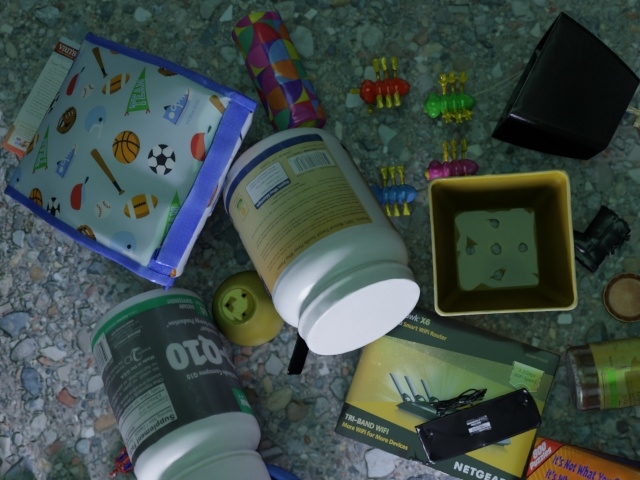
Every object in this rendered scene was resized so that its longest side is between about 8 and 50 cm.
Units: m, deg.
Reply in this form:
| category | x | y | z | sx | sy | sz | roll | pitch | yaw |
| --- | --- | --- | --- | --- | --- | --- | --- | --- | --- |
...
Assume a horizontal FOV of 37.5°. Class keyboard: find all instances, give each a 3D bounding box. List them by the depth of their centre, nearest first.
| category | x | y | z | sx | sy | sz | roll | pitch | yaw |
| --- | --- | --- | --- | --- | --- | --- | --- | --- | --- |
| keyboard | 0.245 | 0.277 | 1.491 | 0.192 | 0.038 | 0.100 | -20 | 103 | 4 |

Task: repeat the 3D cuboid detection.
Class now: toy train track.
| category | x | y | z | sx | sy | sz | roll | pitch | yaw |
| --- | --- | --- | --- | --- | --- | --- | --- | --- | --- |
| toy train track | 0.531 | -0.223 | 1.604 | 0.083 | 0.014 | 0.048 | 25 | 86 | 11 |

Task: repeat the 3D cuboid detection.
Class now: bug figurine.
| category | x | y | z | sx | sy | sz | roll | pitch | yaw |
| --- | --- | --- | --- | --- | --- | --- | --- | --- | --- |
| bug figurine | 0.162 | -0.174 | 1.621 | 0.216 | 0.072 | 0.279 | -3 | 80 | 6 |

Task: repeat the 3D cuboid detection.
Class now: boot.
| category | x | y | z | sx | sy | sz | roll | pitch | yaw |
| --- | --- | --- | --- | --- | --- | --- | --- | --- | --- |
| boot | 0.448 | -0.016 | 1.573 | 0.121 | 0.045 | 0.099 | 41 | 89 | 8 |

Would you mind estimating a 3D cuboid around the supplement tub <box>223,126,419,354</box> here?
| category | x | y | z | sx | sy | sz | roll | pitch | yaw |
| --- | --- | --- | --- | --- | --- | --- | --- | --- | --- |
| supplement tub | 0.000 | 0.000 | 1.504 | 0.228 | 0.228 | 0.316 | -31 | 60 | 3 |

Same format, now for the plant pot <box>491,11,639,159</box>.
| category | x | y | z | sx | sy | sz | roll | pitch | yaw |
| --- | --- | --- | --- | --- | --- | --- | --- | --- | --- |
| plant pot | 0.407 | -0.232 | 1.544 | 0.167 | 0.188 | 0.187 | 27 | 87 | 4 |

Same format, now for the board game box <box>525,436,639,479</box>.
| category | x | y | z | sx | sy | sz | roll | pitch | yaw |
| --- | --- | --- | --- | --- | --- | --- | --- | --- | --- |
| board game box | 0.489 | 0.507 | 1.281 | 0.356 | 0.356 | 0.356 | 16 | 85 | -14 |

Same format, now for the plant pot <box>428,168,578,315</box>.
| category | x | y | z | sx | sy | sz | roll | pitch | yaw |
| --- | --- | --- | --- | --- | --- | --- | --- | --- | --- |
| plant pot | 0.287 | 0.010 | 1.516 | 0.212 | 0.187 | 0.212 | -3 | 85 | 8 |

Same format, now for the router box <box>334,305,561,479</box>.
| category | x | y | z | sx | sy | sz | roll | pitch | yaw |
| --- | --- | --- | --- | --- | --- | --- | --- | --- | --- |
| router box | 0.208 | 0.253 | 1.552 | 0.309 | 0.081 | 0.243 | 18 | 85 | 10 |

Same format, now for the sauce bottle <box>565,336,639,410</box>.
| category | x | y | z | sx | sy | sz | roll | pitch | yaw |
| --- | --- | --- | --- | --- | --- | --- | --- | --- | --- |
| sauce bottle | 0.570 | 0.197 | 1.491 | 0.344 | 0.111 | 0.111 | -10 | 81 | 8 |

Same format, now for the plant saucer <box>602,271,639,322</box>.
| category | x | y | z | sx | sy | sz | roll | pitch | yaw |
| --- | --- | --- | --- | --- | --- | --- | --- | --- | --- |
| plant saucer | 0.511 | 0.095 | 1.564 | 0.083 | 0.013 | 0.083 | -1 | 82 | 7 |

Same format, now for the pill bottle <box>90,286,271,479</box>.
| category | x | y | z | sx | sy | sz | roll | pitch | yaw |
| --- | --- | --- | --- | --- | --- | --- | --- | --- | --- |
| pill bottle | -0.219 | 0.272 | 1.503 | 0.204 | 0.204 | 0.361 | -30 | 61 | 3 |

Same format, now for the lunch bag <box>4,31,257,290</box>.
| category | x | y | z | sx | sy | sz | roll | pitch | yaw |
| --- | --- | --- | --- | --- | --- | --- | --- | --- | --- |
| lunch bag | -0.285 | -0.126 | 1.534 | 0.385 | 0.239 | 0.328 | 24 | 89 | 46 |

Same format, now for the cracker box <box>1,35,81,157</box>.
| category | x | y | z | sx | sy | sz | roll | pitch | yaw |
| --- | --- | --- | --- | --- | --- | --- | --- | --- | --- |
| cracker box | -0.452 | -0.233 | 1.722 | 0.156 | 0.067 | 0.232 | 28 | 88 | 10 |

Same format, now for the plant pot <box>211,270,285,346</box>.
| category | x | y | z | sx | sy | sz | roll | pitch | yaw |
| --- | --- | --- | --- | --- | --- | --- | --- | --- | --- |
| plant pot | -0.130 | 0.114 | 1.612 | 0.134 | 0.095 | 0.134 | -1 | 83 | 8 |

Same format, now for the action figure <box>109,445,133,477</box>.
| category | x | y | z | sx | sy | sz | roll | pitch | yaw |
| --- | --- | --- | --- | --- | --- | --- | --- | --- | --- |
| action figure | -0.325 | 0.370 | 1.641 | 0.038 | 0.030 | 0.115 | 44 | 92 | 6 |

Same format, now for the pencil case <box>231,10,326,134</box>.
| category | x | y | z | sx | sy | sz | roll | pitch | yaw |
| --- | --- | --- | --- | --- | --- | --- | --- | --- | --- |
| pencil case | -0.075 | -0.290 | 1.662 | 0.104 | 0.104 | 0.236 | -24 | 78 | 4 |

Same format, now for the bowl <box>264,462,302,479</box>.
| category | x | y | z | sx | sy | sz | roll | pitch | yaw |
| --- | --- | --- | --- | --- | --- | --- | --- | --- | --- |
| bowl | -0.146 | 0.548 | 1.513 | 0.391 | 0.077 | 0.391 | -5 | 66 | 11 |

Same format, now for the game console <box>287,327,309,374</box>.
| category | x | y | z | sx | sy | sz | roll | pitch | yaw |
| --- | --- | --- | --- | --- | --- | --- | --- | --- | --- |
| game console | -0.051 | 0.162 | 1.580 | 0.071 | 0.122 | 0.107 | -40 | 79 | 1 |
